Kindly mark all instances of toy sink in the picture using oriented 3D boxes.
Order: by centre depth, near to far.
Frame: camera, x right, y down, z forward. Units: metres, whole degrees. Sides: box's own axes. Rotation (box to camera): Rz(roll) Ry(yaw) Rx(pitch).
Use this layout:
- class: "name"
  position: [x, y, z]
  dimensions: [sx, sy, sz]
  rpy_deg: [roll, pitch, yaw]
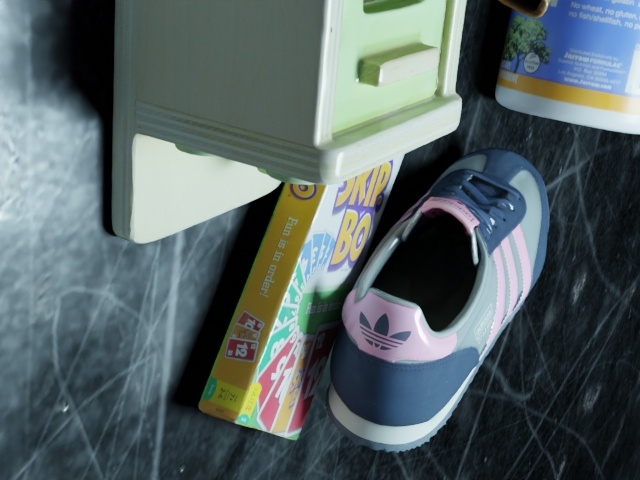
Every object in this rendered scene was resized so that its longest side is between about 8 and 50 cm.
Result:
- class: "toy sink"
  position: [-0.008, -0.108, 0.590]
  dimensions: [0.153, 0.131, 0.234]
  rpy_deg: [-26, 128, -54]

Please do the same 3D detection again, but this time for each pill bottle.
- class: "pill bottle"
  position: [0.246, -0.235, 0.968]
  dimensions: [0.152, 0.152, 0.272]
  rpy_deg: [-11, 114, -60]

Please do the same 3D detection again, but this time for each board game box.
- class: "board game box"
  position: [0.000, 0.000, 0.762]
  dimensions: [0.124, 0.039, 0.259]
  rpy_deg: [42, 65, -68]

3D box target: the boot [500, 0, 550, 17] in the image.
- class: "boot"
  position: [0.196, -0.246, 0.765]
  dimensions: [0.280, 0.264, 0.096]
  rpy_deg: [-55, 179, -35]

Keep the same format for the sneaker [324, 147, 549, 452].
- class: "sneaker"
  position: [0.104, 0.004, 0.843]
  dimensions: [0.319, 0.112, 0.131]
  rpy_deg: [-58, 161, -45]
